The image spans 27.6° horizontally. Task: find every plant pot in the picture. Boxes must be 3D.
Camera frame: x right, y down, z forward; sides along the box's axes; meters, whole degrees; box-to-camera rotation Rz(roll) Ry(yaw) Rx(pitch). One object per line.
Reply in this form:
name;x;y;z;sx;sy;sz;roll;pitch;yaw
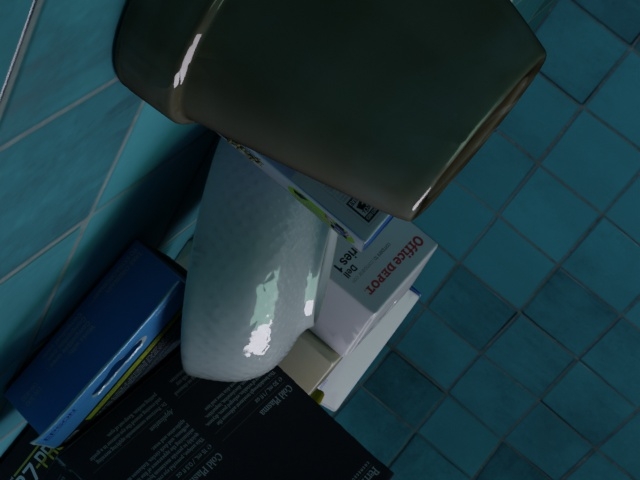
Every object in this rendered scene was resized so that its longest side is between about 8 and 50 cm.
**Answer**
plant pot;0.030;-0.175;1.138;0.323;0.280;0.323;-50;174;-7

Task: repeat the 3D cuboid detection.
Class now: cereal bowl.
cereal bowl;-0.059;0.014;1.571;0.339;0.141;0.339;12;90;-85

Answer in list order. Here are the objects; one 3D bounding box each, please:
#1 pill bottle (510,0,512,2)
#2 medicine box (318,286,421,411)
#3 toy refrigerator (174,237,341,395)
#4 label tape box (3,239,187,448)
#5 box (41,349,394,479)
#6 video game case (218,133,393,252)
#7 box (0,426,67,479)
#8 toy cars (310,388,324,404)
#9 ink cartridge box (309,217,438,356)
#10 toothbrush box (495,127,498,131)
pill bottle;0.224;-0.356;2.085;0.208;0.117;0.117;-45;172;-40
medicine box;0.000;0.119;2.357;0.263;0.149;0.289;-54;-150;3
toy refrigerator;-0.092;0.107;1.883;0.094;0.269;0.102;-53;173;23
label tape box;-0.257;0.127;1.605;0.249;0.115;0.347;-49;171;-3
box;-0.139;0.325;1.646;0.343;0.312;0.179;-40;169;-46
video game case;0.036;-0.166;1.356;0.269;0.244;0.061;-49;174;-11
box;-0.365;0.316;1.979;0.318;0.097;0.395;-49;173;4
toy cars;-0.154;0.282;2.101;0.176;0.087;0.394;-29;-177;-39
ink cartridge box;0.000;0.000;1.869;0.201;0.278;0.117;-44;171;-45
toothbrush box;0.150;-0.225;1.852;0.216;0.126;0.295;-9;173;2
